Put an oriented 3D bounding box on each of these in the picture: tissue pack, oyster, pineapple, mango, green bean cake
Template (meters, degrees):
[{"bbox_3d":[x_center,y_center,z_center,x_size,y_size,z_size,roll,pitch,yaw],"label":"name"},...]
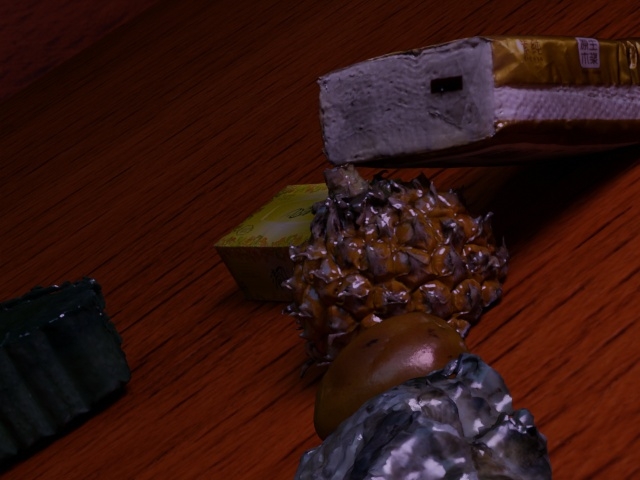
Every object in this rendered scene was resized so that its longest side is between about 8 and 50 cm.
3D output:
[{"bbox_3d":[0.136,-0.102,1.431,0.226,0.092,0.183,-7,1,-45],"label":"tissue pack"},{"bbox_3d":[0.030,0.162,0.996,0.198,0.112,0.268,-26,21,15],"label":"oyster"},{"bbox_3d":[0.038,0.003,1.366,0.176,0.137,0.161,-37,19,-21],"label":"pineapple"},{"bbox_3d":[0.000,0.000,1.561,0.095,0.062,0.176,-39,19,-26],"label":"tissue pack"},{"bbox_3d":[0.045,0.095,1.234,0.114,0.060,0.080,-26,34,9],"label":"mango"},{"bbox_3d":[-0.266,0.110,1.619,0.208,0.107,0.193,-31,15,-3],"label":"green bean cake"}]
